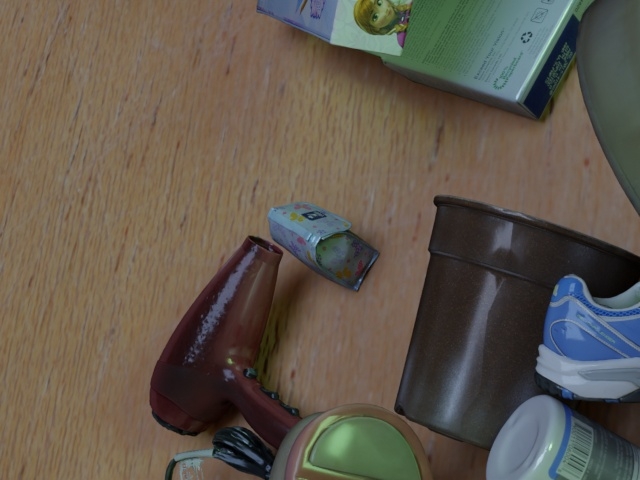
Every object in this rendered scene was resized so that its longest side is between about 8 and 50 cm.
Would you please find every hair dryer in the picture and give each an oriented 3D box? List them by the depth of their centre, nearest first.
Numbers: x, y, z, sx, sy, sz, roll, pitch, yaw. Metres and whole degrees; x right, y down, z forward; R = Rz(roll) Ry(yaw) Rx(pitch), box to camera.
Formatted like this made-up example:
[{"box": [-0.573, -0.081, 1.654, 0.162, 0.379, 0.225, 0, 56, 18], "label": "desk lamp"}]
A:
[{"box": [-0.055, 0.141, 1.132, 0.223, 0.080, 0.294, -12, 76, 30], "label": "hair dryer"}]

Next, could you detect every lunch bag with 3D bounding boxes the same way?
[{"box": [0.000, 0.000, 1.142, 0.071, 0.083, 0.053, 29, 88, 44], "label": "lunch bag"}]

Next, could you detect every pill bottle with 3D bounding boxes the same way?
[{"box": [0.187, 0.168, 0.867, 0.078, 0.137, 0.078, -54, 14, 21], "label": "pill bottle"}]

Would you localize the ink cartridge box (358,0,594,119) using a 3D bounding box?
[{"box": [0.157, -0.235, 1.161, 0.224, 0.045, 0.223, 27, 86, 44], "label": "ink cartridge box"}]

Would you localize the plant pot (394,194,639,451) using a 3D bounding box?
[{"box": [0.139, 0.070, 0.957, 0.167, 0.167, 0.165, 16, 87, 42], "label": "plant pot"}]

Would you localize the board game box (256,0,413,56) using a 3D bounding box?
[{"box": [0.030, -0.338, 1.130, 0.318, 0.065, 0.319, -131, 51, -70], "label": "board game box"}]

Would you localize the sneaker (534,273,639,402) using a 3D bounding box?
[{"box": [0.250, 0.064, 0.857, 0.211, 0.080, 0.081, 0, 95, -4], "label": "sneaker"}]

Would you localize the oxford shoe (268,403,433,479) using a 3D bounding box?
[{"box": [0.018, 0.322, 0.951, 0.146, 0.140, 0.397, 155, 120, -70], "label": "oxford shoe"}]

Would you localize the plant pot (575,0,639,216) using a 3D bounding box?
[{"box": [0.351, -0.100, 0.707, 0.280, 0.323, 0.323, -43, 46, 38], "label": "plant pot"}]
